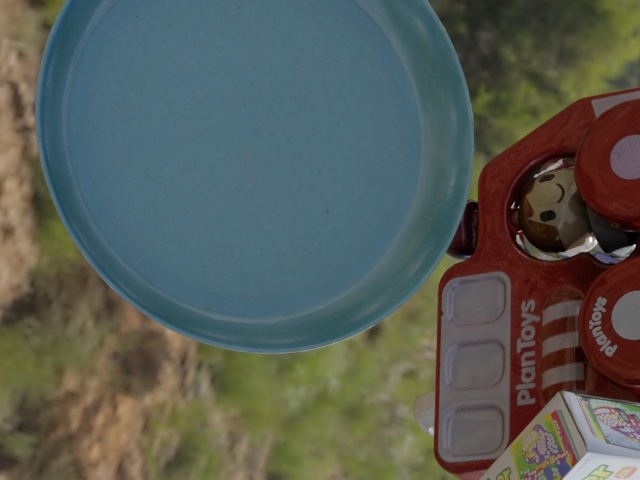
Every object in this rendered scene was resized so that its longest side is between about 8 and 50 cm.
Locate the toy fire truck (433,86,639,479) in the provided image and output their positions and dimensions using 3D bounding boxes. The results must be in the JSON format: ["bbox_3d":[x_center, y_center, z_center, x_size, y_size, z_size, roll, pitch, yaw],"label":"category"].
[{"bbox_3d":[0.203,0.030,1.409,0.169,0.254,0.302,33,54,-55],"label":"toy fire truck"}]

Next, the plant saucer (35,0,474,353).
[{"bbox_3d":[-0.045,-0.078,1.255,0.317,0.318,0.044,-70,-164,-15],"label":"plant saucer"}]

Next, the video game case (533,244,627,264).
[{"bbox_3d":[0.279,0.057,1.618,0.212,0.193,0.023,109,4,-69],"label":"video game case"}]

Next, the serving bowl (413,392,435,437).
[{"bbox_3d":[0.136,0.196,1.919,0.083,0.083,0.027,76,32,-57],"label":"serving bowl"}]

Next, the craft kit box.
[{"bbox_3d":[0.195,0.208,1.236,0.250,0.247,0.061,-55,-141,35],"label":"craft kit box"}]
